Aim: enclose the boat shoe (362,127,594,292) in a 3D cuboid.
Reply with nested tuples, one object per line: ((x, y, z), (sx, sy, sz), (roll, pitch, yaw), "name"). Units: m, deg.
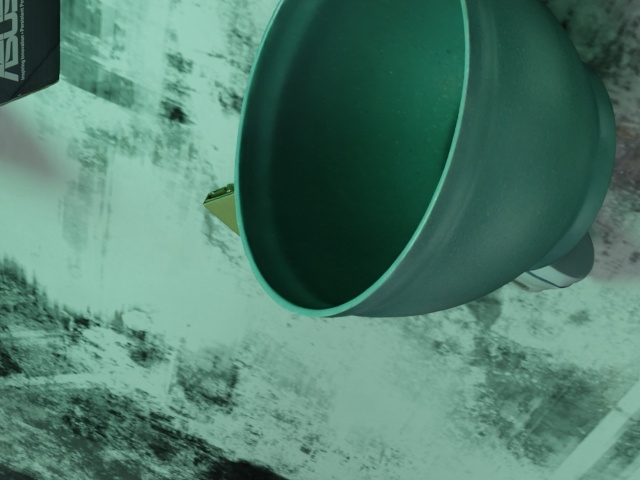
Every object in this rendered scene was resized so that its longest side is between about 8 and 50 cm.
((0.121, -0.027, 1.229), (0.258, 0.095, 0.084), (36, 143, -16), "boat shoe")

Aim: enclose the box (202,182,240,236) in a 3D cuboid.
((0.000, 0.000, 1.426), (0.201, 0.021, 0.164), (42, 145, -25), "box")

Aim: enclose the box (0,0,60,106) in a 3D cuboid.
((-0.285, -0.318, 0.864), (0.318, 0.097, 0.395), (35, 135, 28), "box")

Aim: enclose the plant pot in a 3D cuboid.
((0.093, -0.076, 1.038), (0.196, 0.293, 0.293), (10, 159, -32), "plant pot")
